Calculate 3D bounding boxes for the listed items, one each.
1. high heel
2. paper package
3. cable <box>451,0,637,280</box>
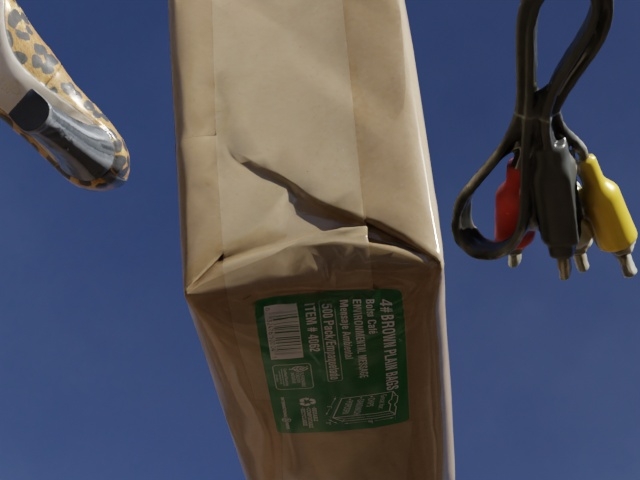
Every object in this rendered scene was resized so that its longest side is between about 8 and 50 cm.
[{"bbox_3d":[-0.286,-0.156,1.476,0.093,0.261,0.186,-40,-28,4],"label":"high heel"},{"bbox_3d":[0.000,0.000,1.116,0.168,0.310,0.325,-8,-36,1],"label":"paper package"},{"bbox_3d":[0.163,-0.085,1.132,0.139,0.072,0.287,2,-58,18],"label":"cable"}]
